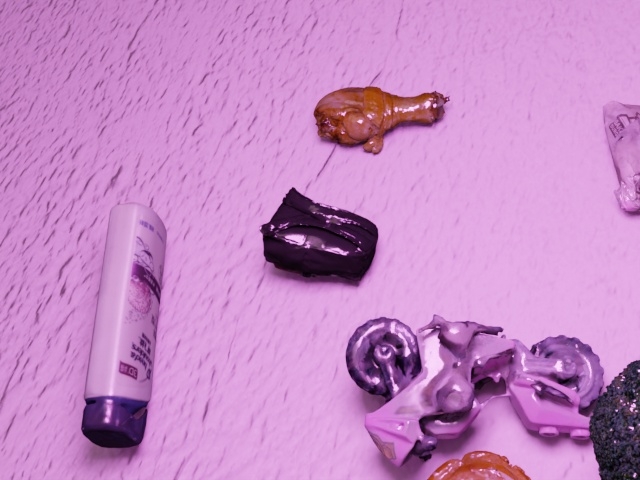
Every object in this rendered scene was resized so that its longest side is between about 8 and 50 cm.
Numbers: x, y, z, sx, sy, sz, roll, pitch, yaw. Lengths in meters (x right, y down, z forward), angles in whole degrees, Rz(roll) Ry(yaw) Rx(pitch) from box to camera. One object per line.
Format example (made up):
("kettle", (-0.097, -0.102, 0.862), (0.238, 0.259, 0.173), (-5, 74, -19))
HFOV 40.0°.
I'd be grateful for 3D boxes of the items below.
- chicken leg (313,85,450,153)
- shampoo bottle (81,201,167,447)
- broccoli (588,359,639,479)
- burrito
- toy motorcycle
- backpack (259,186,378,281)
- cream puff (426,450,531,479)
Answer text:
("chicken leg", (0.096, -0.201, 1.440), (0.227, 0.088, 0.103), (3, 48, 13))
("shampoo bottle", (-0.283, 0.126, 1.304), (0.078, 0.134, 0.360), (-8, 57, 12))
("broccoli", (0.431, 0.235, 0.924), (0.297, 0.298, 0.298), (17, 63, 10))
("burrito", (0.450, -0.127, 1.282), (0.064, 0.064, 0.203), (-5, 55, 15))
("toy motorcycle", (0.189, 0.200, 1.108), (0.326, 0.143, 0.188), (6, 67, 4))
("backpack", (0.000, 0.003, 1.315), (0.165, 0.106, 0.120), (22, 43, 12))
("cream puff", (0.189, 0.316, 1.040), (0.143, 0.103, 0.126), (-26, 72, 16))
